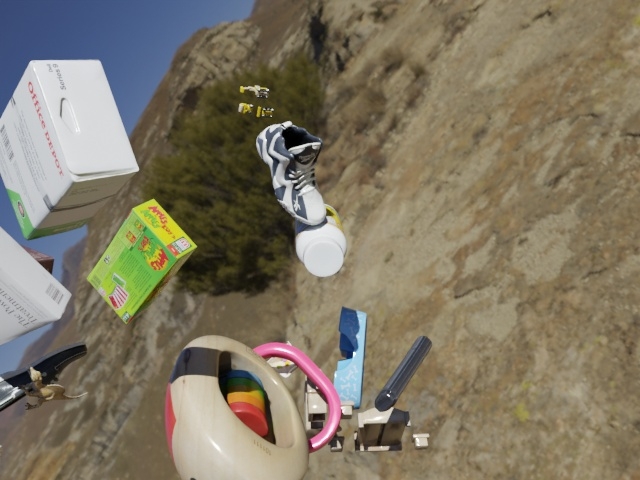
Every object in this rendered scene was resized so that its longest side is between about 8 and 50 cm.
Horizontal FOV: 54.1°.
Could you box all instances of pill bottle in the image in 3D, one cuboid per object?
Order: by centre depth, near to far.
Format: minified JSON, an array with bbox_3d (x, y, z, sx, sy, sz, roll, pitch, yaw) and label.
[{"bbox_3d":[0.000,0.000,1.451,0.117,0.118,0.208,-52,17,16],"label":"pill bottle"}]

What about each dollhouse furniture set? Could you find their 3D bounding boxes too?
[{"bbox_3d":[0.135,0.448,1.730,0.303,0.356,0.173,93,175,-52],"label":"dollhouse furniture set"}]

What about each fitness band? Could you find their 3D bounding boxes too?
[{"bbox_3d":[-0.082,0.378,1.512,0.209,0.291,0.054,-35,-27,-24],"label":"fitness band"}]

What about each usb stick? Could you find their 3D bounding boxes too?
[{"bbox_3d":[0.206,0.321,1.534,0.077,0.045,0.278,-54,-9,34],"label":"usb stick"}]

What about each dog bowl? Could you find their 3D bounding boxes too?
[{"bbox_3d":[0.086,0.330,1.745,0.166,0.074,0.297,78,-164,-66],"label":"dog bowl"}]

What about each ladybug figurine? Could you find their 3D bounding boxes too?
[{"bbox_3d":[-0.172,0.343,1.194,0.162,0.305,0.449,-49,14,9],"label":"ladybug figurine"}]

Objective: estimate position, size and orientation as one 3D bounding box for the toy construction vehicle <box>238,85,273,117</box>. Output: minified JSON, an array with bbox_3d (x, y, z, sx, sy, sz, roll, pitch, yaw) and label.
[{"bbox_3d":[-0.177,-0.385,1.733,0.035,0.098,0.085,-110,25,-46],"label":"toy construction vehicle"}]

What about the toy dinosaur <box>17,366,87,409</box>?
[{"bbox_3d":[-0.600,0.339,1.381,0.093,0.183,0.053,-19,54,9],"label":"toy dinosaur"}]

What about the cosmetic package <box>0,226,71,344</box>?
[{"bbox_3d":[-0.821,0.081,1.445,0.285,0.377,0.097,-22,34,20],"label":"cosmetic package"}]

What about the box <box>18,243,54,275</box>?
[{"bbox_3d":[-0.975,0.118,1.953,0.203,0.167,0.168,-9,-65,-64],"label":"box"}]

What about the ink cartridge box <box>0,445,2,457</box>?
[{"bbox_3d":[-0.734,0.541,1.271,0.172,0.100,0.237,144,132,-69],"label":"ink cartridge box"}]

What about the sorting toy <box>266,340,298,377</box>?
[{"bbox_3d":[-0.091,0.326,1.669,0.083,0.045,0.075,-41,42,-3],"label":"sorting toy"}]

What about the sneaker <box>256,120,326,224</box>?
[{"bbox_3d":[-0.039,-0.147,1.320,0.094,0.234,0.153,-23,2,-25],"label":"sneaker"}]

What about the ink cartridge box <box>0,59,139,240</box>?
[{"bbox_3d":[-0.453,-0.151,1.091,0.122,0.211,0.289,-17,-6,-43],"label":"ink cartridge box"}]

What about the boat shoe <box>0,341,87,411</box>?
[{"bbox_3d":[-0.794,0.386,1.768,0.303,0.091,0.114,-27,-10,-22],"label":"boat shoe"}]

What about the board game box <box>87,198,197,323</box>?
[{"bbox_3d":[-0.260,0.033,0.901,0.181,0.092,0.043,-45,-3,37],"label":"board game box"}]
